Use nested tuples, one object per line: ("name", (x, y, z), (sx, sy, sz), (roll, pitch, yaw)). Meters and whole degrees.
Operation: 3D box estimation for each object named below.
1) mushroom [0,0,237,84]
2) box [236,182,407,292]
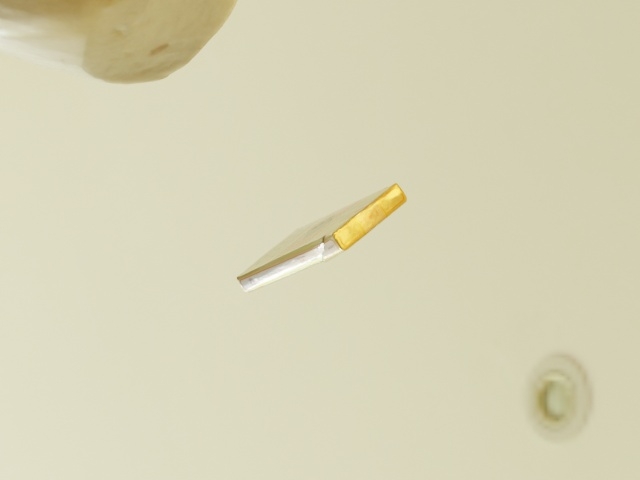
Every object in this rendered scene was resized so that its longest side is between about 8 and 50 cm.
("mushroom", (-0.123, -0.122, 0.574), (0.088, 0.212, 0.097), (-61, -179, -34))
("box", (0.000, 0.000, 0.804), (0.083, 0.046, 0.012), (-23, -78, 54))
